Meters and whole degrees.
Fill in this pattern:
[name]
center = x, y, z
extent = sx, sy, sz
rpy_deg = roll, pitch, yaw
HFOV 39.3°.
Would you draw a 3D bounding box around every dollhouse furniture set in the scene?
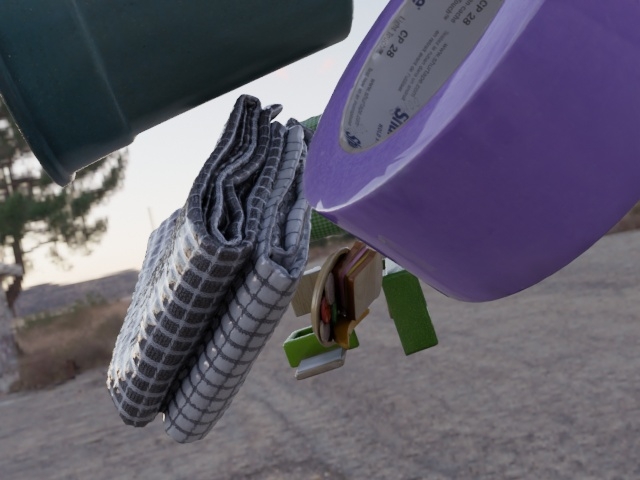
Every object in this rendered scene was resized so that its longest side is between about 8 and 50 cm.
[dollhouse furniture set]
center = 0.000, 0.000, 1.096
extent = 0.198, 0.301, 0.151
rpy_deg = -19, 8, 7

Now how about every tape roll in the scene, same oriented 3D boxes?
[tape roll]
center = 0.078, -0.072, 0.401
extent = 0.080, 0.189, 0.189
rpy_deg = 33, -20, -18

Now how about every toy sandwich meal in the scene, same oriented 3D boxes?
[toy sandwich meal]
center = 0.021, 0.043, 0.679
extent = 0.029, 0.085, 0.085
rpy_deg = 11, 7, 22

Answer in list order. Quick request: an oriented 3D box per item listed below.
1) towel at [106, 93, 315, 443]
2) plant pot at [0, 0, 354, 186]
[towel]
center = -0.099, 0.014, 0.850
extent = 0.121, 0.235, 0.283
rpy_deg = 22, 33, -12
[plant pot]
center = -0.164, -0.270, 0.901
extent = 0.334, 0.341, 0.341
rpy_deg = -21, -1, -7
